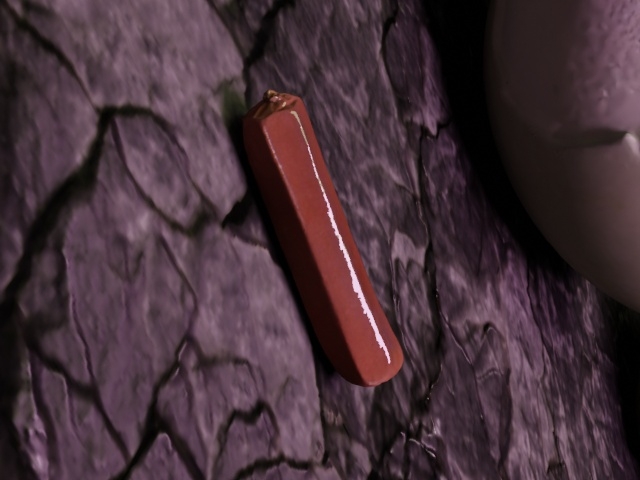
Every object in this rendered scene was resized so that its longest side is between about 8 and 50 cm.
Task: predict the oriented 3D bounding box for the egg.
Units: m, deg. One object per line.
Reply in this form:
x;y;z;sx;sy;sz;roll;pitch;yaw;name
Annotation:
0.243;-0.105;0.922;0.336;0.278;0.278;48;37;-38;egg

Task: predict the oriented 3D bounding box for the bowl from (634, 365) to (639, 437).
0.350;0.124;1.110;0.157;0.337;0.337;17;53;-15;bowl

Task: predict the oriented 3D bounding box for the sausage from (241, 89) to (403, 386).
0.000;0.000;0.645;0.030;0.035;0.147;-35;109;-42;sausage
